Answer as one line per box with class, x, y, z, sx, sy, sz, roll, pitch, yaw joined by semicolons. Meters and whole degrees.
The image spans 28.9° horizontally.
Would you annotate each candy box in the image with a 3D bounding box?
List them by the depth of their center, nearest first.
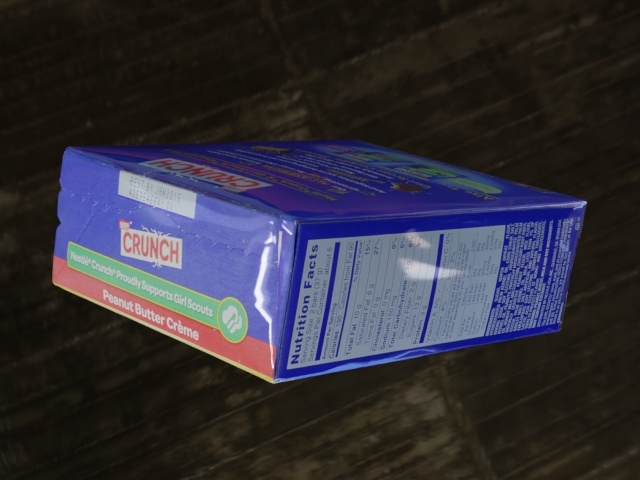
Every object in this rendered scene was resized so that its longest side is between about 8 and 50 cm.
candy box;0.000;0.000;0.962;0.317;0.268;0.122;-4;-74;-43
